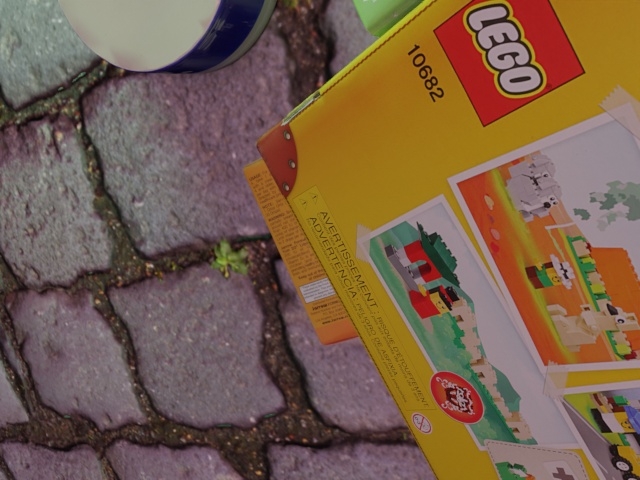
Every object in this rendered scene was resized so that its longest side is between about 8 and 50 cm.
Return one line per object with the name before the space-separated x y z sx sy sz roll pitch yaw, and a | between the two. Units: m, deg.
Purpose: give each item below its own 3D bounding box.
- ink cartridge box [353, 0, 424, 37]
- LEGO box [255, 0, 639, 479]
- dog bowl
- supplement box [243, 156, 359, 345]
ink cartridge box | 0.127 -0.317 0.425 0.272 0.114 0.199 -28 82 38
LEGO box | 0.217 0.040 0.423 0.372 0.193 0.500 -24 95 51
dog bowl | -0.180 -0.325 0.620 0.264 0.104 0.265 9 110 25
supplement box | 0.000 0.000 0.651 0.080 0.078 0.234 -23 96 31
